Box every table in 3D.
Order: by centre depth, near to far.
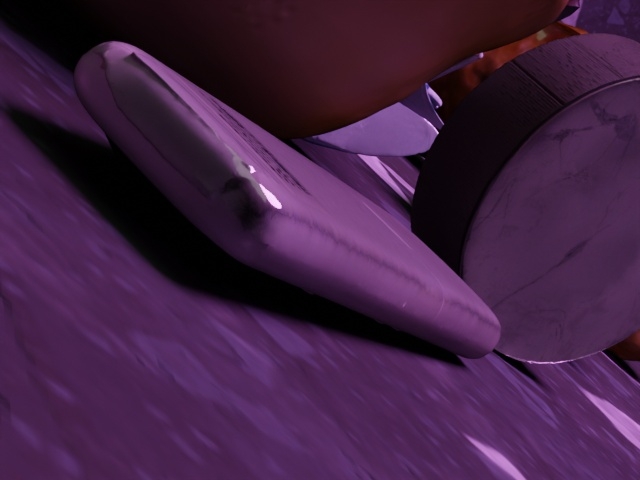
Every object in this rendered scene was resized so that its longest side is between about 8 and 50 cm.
[{"bbox_3d":[0.104,-0.016,0.730,0.133,0.133,0.043,36,9,-44],"label":"table"}]

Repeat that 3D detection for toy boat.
[{"bbox_3d":[0.005,-0.064,0.732,0.105,0.034,0.149,14,-9,0],"label":"toy boat"}]

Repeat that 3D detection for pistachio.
[{"bbox_3d":[-0.039,-0.135,0.568,0.213,0.162,0.260,4,-20,41],"label":"pistachio"}]

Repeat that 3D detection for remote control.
[{"bbox_3d":[0.000,0.000,0.524,0.067,0.029,0.261,45,5,18],"label":"remote control"}]

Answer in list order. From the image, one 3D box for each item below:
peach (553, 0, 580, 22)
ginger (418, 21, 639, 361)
[{"bbox_3d":[0.027,-0.236,0.823,0.335,0.406,0.310,65,7,-83],"label":"peach"},{"bbox_3d":[0.182,-0.054,1.259,0.321,0.172,0.165,46,-30,32],"label":"ginger"}]
